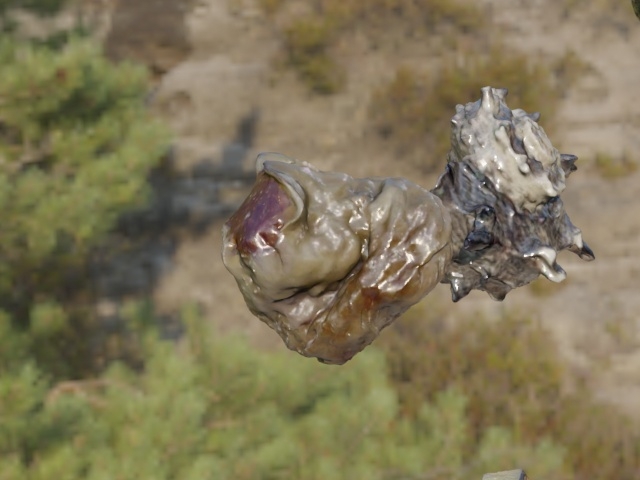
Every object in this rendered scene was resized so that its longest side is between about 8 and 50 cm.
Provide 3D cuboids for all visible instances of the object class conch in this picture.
[{"bbox_3d":[0.202,-0.055,1.965,0.186,0.240,0.313,5,31,39],"label":"conch"}]

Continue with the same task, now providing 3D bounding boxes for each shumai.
[{"bbox_3d":[0.003,-0.003,1.519,0.184,0.185,0.218,-44,3,-8],"label":"shumai"}]

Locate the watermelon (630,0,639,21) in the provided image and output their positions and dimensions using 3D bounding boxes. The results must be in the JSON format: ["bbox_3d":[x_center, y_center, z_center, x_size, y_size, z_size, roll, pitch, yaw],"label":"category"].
[{"bbox_3d":[0.347,-0.242,1.705,0.078,0.078,0.111,-4,22,0],"label":"watermelon"}]

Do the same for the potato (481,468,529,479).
[{"bbox_3d":[0.230,0.357,2.162,0.061,0.122,0.086,1,13,17],"label":"potato"}]
